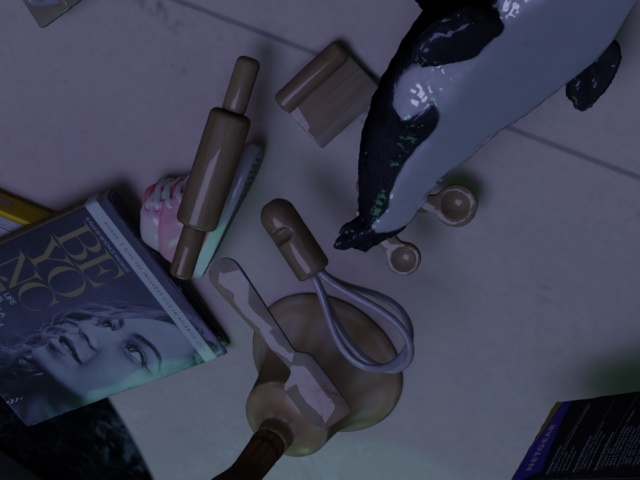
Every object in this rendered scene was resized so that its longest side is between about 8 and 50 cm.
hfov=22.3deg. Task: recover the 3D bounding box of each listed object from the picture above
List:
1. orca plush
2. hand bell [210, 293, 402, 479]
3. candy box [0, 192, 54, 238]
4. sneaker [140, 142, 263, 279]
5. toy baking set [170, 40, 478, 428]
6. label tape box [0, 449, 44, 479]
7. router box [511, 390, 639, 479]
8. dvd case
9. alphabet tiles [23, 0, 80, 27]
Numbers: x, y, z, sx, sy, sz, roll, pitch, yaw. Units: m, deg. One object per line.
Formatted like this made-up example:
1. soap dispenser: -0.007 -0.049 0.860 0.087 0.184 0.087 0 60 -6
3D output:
1. orca plush: 0.092 -0.116 0.997 0.287 0.151 0.102 116 141 -48
2. hand bell: -0.042 0.152 1.166 0.126 0.242 0.126 13 124 20
3. candy box: -0.311 -0.011 1.338 0.206 0.027 0.105 22 131 13
4. sneaker: -0.094 -0.032 1.198 0.070 0.051 0.134 31 133 0
5. toy baking set: -0.006 -0.004 1.120 0.196 0.030 0.256 24 101 5
6. label tape box: -0.429 0.244 1.507 0.347 0.115 0.249 33 129 3
7. router box: 0.311 0.224 1.064 0.309 0.081 0.243 48 147 -20
8. dvd case: -0.204 0.060 1.309 0.221 0.018 0.164 -22 116 29
9. alphabet tiles: -0.201 -0.281 1.092 0.198 0.009 0.237 -25 101 47
